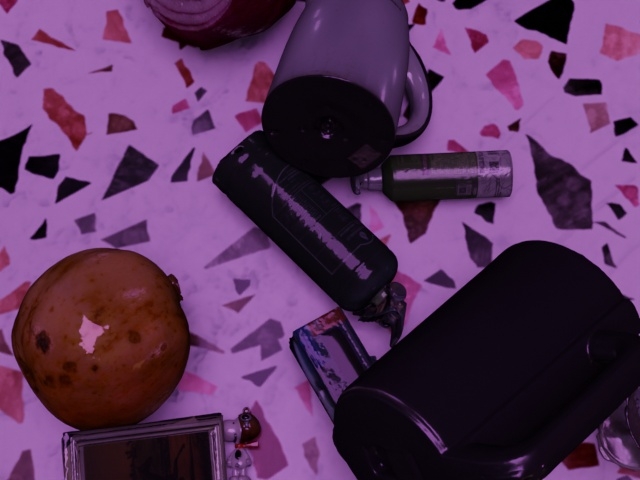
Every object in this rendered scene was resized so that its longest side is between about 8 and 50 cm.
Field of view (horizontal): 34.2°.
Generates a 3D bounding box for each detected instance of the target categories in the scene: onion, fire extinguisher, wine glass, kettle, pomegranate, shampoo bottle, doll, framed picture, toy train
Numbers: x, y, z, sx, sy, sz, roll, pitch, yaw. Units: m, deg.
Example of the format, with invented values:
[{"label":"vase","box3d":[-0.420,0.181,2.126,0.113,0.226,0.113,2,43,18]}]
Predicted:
[{"label":"onion","box3d":[-0.110,-0.365,1.343,0.207,0.216,0.206,-30,112,-44]},{"label":"fire extinguisher","box3d":[0.000,0.000,1.283,0.311,0.095,0.114,43,37,9]},{"label":"wine glass","box3d":[0.380,0.212,1.186,0.122,0.183,0.122,0,71,-1]},{"label":"kettle","box3d":[0.200,0.168,1.116,0.262,0.203,0.308,27,46,36]},{"label":"pomegranate","box3d":[-0.242,0.112,1.202,0.215,0.215,0.215,0,74,-1]},{"label":"shampoo bottle","box3d":[0.140,-0.081,1.327,0.204,0.065,0.065,-2,74,-1]},{"label":"doll","box3d":[-0.094,0.247,1.246,0.058,0.040,0.085,-23,71,6]},{"label":"framed picture","box3d":[-0.185,0.330,1.164,0.197,0.014,0.252,-2,83,-32]},{"label":"toy train","box3d":[0.095,0.270,1.217,0.089,0.086,0.409,-29,76,-10]},{"label":"kettle","box3d":[0.050,-0.201,1.303,0.221,0.161,0.236,33,45,-22]}]
